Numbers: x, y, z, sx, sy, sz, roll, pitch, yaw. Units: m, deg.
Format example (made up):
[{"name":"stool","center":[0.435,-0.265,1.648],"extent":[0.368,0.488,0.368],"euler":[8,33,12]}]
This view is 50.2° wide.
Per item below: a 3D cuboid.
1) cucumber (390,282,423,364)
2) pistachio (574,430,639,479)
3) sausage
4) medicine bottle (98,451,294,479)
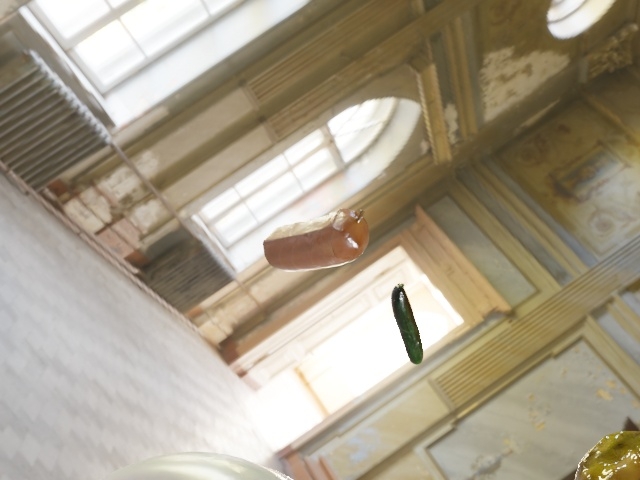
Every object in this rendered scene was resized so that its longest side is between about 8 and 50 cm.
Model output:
[{"name":"cucumber","center":[0.137,0.135,1.092],"extent":[0.036,0.033,0.184],"euler":[51,-13,51]},{"name":"pistachio","center":[0.179,0.195,0.374],"extent":[0.090,0.172,0.049],"euler":[12,-10,-10]},{"name":"sausage","center":[0.000,0.001,0.829],"extent":[0.169,0.065,0.065],"euler":[-11,-63,52]},{"name":"medicine bottle","center":[-0.015,0.271,0.369],"extent":[0.302,0.241,0.241],"euler":[45,5,-42]}]
